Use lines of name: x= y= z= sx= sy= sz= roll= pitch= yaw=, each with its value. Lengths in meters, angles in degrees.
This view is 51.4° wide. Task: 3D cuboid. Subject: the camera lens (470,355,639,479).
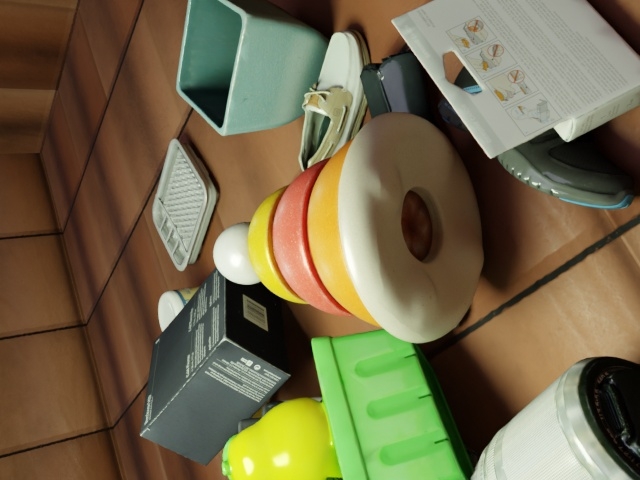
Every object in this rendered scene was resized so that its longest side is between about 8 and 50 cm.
camera lens: x=0.352 y=0.302 z=0.874 sx=0.219 sy=0.219 sz=0.274 roll=59 pitch=138 yaw=30

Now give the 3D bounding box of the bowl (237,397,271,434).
bowl: x=-0.221 y=0.424 z=1.725 sx=0.156 sy=0.289 sz=0.289 roll=49 pitch=154 yaw=-26

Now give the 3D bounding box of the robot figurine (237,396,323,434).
robot figurine: x=-0.030 y=0.413 z=1.386 sx=0.209 sy=0.278 sz=0.173 roll=-100 pitch=4 yaw=-78

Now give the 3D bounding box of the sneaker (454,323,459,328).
sneaker: x=0.142 y=0.075 z=1.227 sx=0.271 sy=0.108 sz=0.100 roll=40 pitch=128 yaw=51

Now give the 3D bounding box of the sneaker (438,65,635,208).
sneaker: x=0.308 y=-0.168 z=0.943 sx=0.341 sy=0.125 sz=0.139 roll=46 pitch=123 yaw=36

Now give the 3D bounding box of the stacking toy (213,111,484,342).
stacking toy: x=0.000 y=0.000 z=1.136 sx=0.480 sy=0.350 sz=0.350 roll=-9 pitch=88 yaw=42

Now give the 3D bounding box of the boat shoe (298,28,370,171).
boat shoe: x=0.024 y=-0.271 z=1.338 sx=0.113 sy=0.103 sz=0.302 roll=23 pitch=112 yaw=51

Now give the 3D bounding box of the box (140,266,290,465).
box: x=-0.243 y=0.270 z=1.543 sx=0.312 sy=0.179 sz=0.343 roll=-48 pitch=24 yaw=17

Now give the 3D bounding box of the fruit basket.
fruit basket: x=0.042 y=0.354 z=1.114 sx=0.392 sy=0.392 sz=0.283 roll=37 pitch=168 yaw=46

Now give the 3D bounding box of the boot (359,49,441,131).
boot: x=0.115 y=-0.213 z=1.225 sx=0.246 sy=0.094 sz=0.207 roll=-23 pitch=80 yaw=47

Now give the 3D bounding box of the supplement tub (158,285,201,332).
supplement tub: x=-0.327 y=0.196 z=1.826 sx=0.144 sy=0.200 sz=0.144 roll=14 pitch=108 yaw=53

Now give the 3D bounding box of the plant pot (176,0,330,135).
plant pot: x=-0.127 y=-0.383 z=1.405 sx=0.248 sy=0.252 sz=0.247 roll=45 pitch=130 yaw=41

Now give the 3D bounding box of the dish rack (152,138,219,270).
dish rack: x=-0.400 y=-0.107 z=1.991 sx=0.285 sy=0.072 sz=0.333 roll=56 pitch=137 yaw=34

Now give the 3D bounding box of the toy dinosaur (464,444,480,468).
toy dinosaur: x=0.237 y=0.473 z=1.139 sx=0.218 sy=0.164 sz=0.322 roll=-69 pitch=20 yaw=10

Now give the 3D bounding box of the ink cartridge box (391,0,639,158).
ink cartridge box: x=0.265 y=-0.247 z=0.905 sx=0.275 sy=0.239 sz=0.060 roll=62 pitch=179 yaw=27
